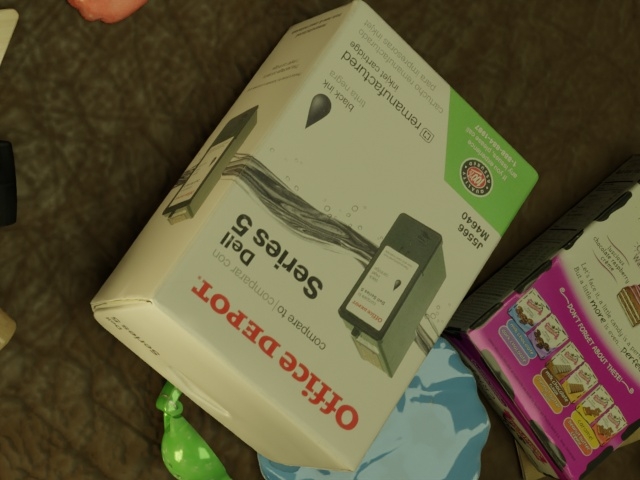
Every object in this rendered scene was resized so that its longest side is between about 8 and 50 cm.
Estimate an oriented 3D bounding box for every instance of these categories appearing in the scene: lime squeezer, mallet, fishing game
[{"bbox_3d":[-0.068,0.113,1.115,0.109,0.059,0.310,-8,90,-1],"label":"lime squeezer"},{"bbox_3d":[-0.303,-0.045,1.033,0.189,0.039,0.062,4,96,-17],"label":"mallet"},{"bbox_3d":[0.040,0.154,1.182,0.189,0.041,0.264,-45,99,-8],"label":"fishing game"}]

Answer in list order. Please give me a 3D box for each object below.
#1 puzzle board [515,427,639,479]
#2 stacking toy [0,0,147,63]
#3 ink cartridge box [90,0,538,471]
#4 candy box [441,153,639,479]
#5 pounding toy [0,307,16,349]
[{"bbox_3d":[0.216,0.137,1.261,0.128,0.011,0.096,-18,102,-18],"label":"puzzle board"},{"bbox_3d":[-0.226,-0.247,0.982,0.309,0.130,0.279,42,81,-20],"label":"stacking toy"},{"bbox_3d":[0.000,0.000,1.075,0.198,0.114,0.273,42,67,-21],"label":"ink cartridge box"},{"bbox_3d":[0.231,0.059,1.215,0.233,0.071,0.159,-39,103,-13],"label":"candy box"},{"bbox_3d":[-0.302,0.092,0.970,0.206,0.181,0.094,-44,108,-10],"label":"pounding toy"}]
